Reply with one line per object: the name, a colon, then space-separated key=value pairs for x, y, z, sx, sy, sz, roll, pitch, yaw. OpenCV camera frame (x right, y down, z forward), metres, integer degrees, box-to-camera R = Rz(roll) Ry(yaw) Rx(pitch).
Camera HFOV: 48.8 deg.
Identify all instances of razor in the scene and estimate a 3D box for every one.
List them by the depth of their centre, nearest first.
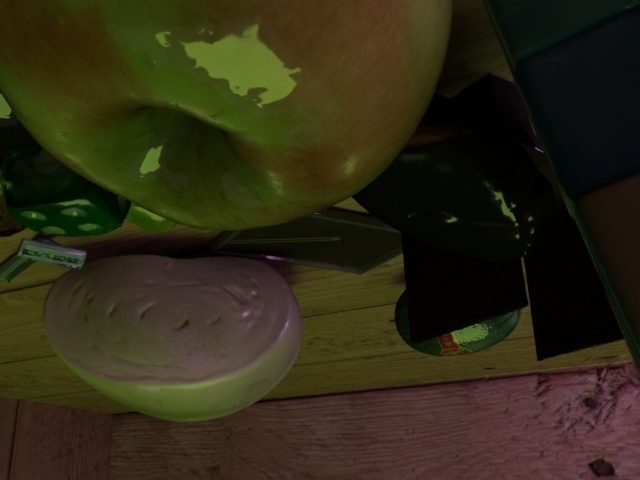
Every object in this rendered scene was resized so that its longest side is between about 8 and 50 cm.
razor: x=-0.538 y=0.033 z=1.298 sx=0.111 sy=0.056 sz=0.277 roll=15 pitch=161 yaw=-38

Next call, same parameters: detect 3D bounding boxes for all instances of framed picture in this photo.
framed picture: x=0.000 y=0.000 z=1.273 sx=0.334 sy=0.022 sz=0.247 roll=10 pitch=157 yaw=-27

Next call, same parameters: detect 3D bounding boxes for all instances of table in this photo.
table: x=0.247 y=-0.011 z=0.895 sx=0.250 sy=0.282 sz=0.196 roll=12 pitch=155 yaw=-32

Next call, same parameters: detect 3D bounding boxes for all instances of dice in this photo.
dice: x=-0.314 y=-0.079 z=0.893 sx=0.128 sy=0.131 sz=0.120 roll=-4 pitch=158 yaw=9

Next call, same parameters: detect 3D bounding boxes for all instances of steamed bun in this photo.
steamed bun: x=-0.264 y=0.196 z=1.364 sx=0.455 sy=0.290 sz=0.371 roll=-3 pitch=163 yaw=1

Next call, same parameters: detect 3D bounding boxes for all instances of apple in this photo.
apple: x=-0.065 y=-0.175 z=0.479 sx=0.318 sy=0.277 sz=0.319 roll=7 pitch=155 yaw=3

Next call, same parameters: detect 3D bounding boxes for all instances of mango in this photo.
mango: x=-0.264 y=-0.050 z=1.078 sx=0.108 sy=0.056 sz=0.073 roll=12 pitch=150 yaw=-24

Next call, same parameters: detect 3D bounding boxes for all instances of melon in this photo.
melon: x=0.271 y=0.150 z=1.465 sx=0.287 sy=0.183 sz=0.182 roll=-15 pitch=155 yaw=35

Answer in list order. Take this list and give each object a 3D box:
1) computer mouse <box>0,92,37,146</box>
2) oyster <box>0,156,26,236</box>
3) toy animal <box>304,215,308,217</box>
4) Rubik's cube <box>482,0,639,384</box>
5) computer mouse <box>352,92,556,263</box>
computer mouse: x=-0.379 y=-0.154 z=0.761 sx=0.269 sy=0.087 sz=0.137 roll=6 pitch=157 yaw=-15
oyster: x=-0.434 y=-0.055 z=0.963 sx=0.161 sy=0.108 sz=0.232 roll=-4 pitch=176 yaw=-15
toy animal: x=-0.088 y=-0.087 z=0.968 sx=0.186 sy=0.094 sz=0.214 roll=9 pitch=150 yaw=-38
Rubik's cube: x=0.361 y=-0.084 z=0.558 sx=0.344 sy=0.347 sz=0.347 roll=-23 pitch=155 yaw=17
computer mouse: x=0.095 y=-0.074 z=0.746 sx=0.323 sy=0.116 sz=0.183 roll=36 pitch=167 yaw=51
